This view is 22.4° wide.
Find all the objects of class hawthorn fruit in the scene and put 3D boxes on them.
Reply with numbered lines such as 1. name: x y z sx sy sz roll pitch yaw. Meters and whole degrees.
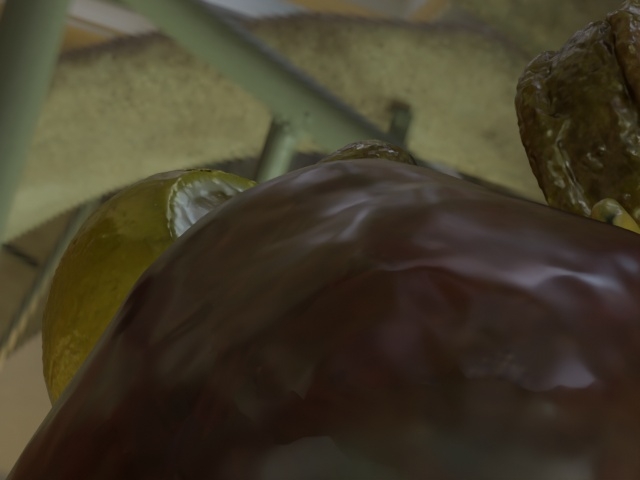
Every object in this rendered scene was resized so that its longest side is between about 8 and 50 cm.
1. hawthorn fruit: 0.028 0.125 0.590 0.325 0.308 0.308 -61 174 -68

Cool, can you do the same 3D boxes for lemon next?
1. lemon: -0.102 0.082 1.230 0.219 0.240 0.240 -46 -156 29

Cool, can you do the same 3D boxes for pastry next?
1. pastry: 0.203 -0.054 1.008 0.103 0.189 0.189 -28 -145 25

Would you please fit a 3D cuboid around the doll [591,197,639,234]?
1. doll: 0.205 0.003 0.800 0.089 0.179 0.102 -107 -152 -47

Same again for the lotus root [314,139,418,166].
1. lotus root: 0.000 0.000 1.644 0.260 0.128 0.145 -39 171 -15
